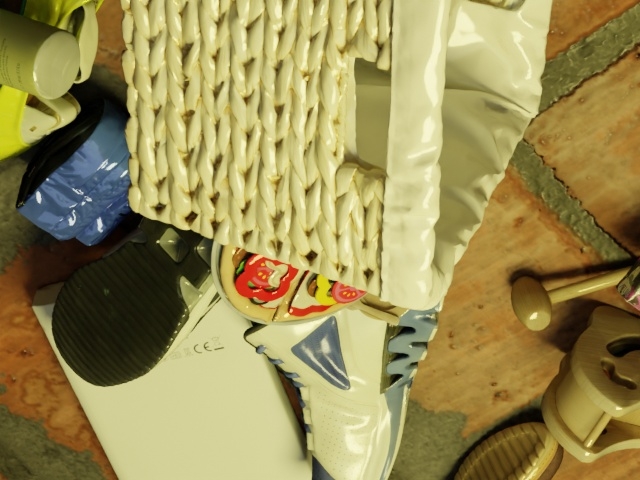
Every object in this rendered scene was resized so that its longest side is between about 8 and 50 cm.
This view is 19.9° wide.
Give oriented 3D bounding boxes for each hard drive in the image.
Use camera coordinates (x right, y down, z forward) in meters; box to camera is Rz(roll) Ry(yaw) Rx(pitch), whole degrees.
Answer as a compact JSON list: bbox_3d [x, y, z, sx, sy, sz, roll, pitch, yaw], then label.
[{"bbox_3d":[-0.143,0.156,1.874,0.203,0.040,0.307,-13,124,13],"label":"hard drive"}]

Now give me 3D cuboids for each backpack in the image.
[{"bbox_3d":[-0.210,-0.066,1.687,0.101,0.098,0.120,34,109,-24],"label":"backpack"}]

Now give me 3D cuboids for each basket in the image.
[{"bbox_3d":[0.022,-0.181,1.415,0.266,0.331,0.328,13,127,15],"label":"basket"}]

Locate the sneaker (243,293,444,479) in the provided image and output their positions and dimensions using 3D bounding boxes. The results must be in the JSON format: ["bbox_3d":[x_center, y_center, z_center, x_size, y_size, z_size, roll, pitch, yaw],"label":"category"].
[{"bbox_3d":[0.004,0.115,1.796,0.182,0.127,0.315,14,119,-2],"label":"sneaker"}]

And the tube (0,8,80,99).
[{"bbox_3d":[-0.319,-0.181,1.591,0.240,0.062,0.070,21,91,28],"label":"tube"}]

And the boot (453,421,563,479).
[{"bbox_3d":[0.231,0.303,1.946,0.207,0.090,0.248,23,124,-27],"label":"boot"}]

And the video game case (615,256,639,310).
[{"bbox_3d":[0.429,0.027,1.704,0.232,0.042,0.210,33,102,-18],"label":"video game case"}]

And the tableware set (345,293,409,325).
[{"bbox_3d":[0.056,-0.016,1.687,0.141,0.020,0.168,38,94,6],"label":"tableware set"}]

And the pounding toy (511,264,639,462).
[{"bbox_3d":[0.311,0.122,1.747,0.269,0.154,0.155,20,125,-11],"label":"pounding toy"}]

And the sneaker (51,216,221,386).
[{"bbox_3d":[-0.122,0.017,1.708,0.122,0.146,0.330,51,123,8],"label":"sneaker"}]

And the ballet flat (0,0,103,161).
[{"bbox_3d":[-0.245,-0.148,1.633,0.077,0.077,0.231,33,123,15],"label":"ballet flat"}]

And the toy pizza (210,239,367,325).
[{"bbox_3d":[0.000,0.000,1.603,0.201,0.032,0.201,-16,132,-18],"label":"toy pizza"}]
